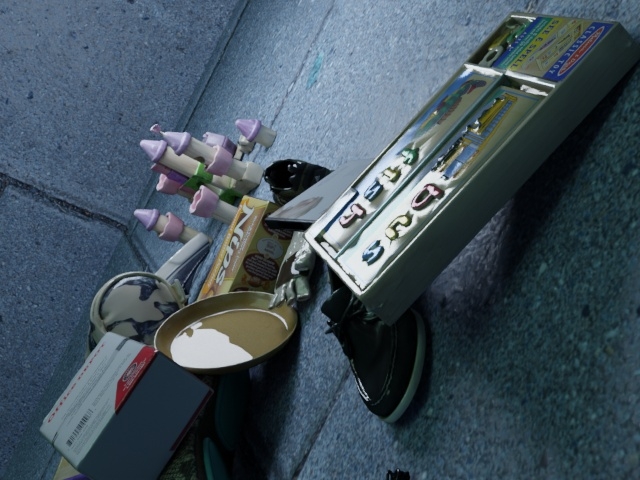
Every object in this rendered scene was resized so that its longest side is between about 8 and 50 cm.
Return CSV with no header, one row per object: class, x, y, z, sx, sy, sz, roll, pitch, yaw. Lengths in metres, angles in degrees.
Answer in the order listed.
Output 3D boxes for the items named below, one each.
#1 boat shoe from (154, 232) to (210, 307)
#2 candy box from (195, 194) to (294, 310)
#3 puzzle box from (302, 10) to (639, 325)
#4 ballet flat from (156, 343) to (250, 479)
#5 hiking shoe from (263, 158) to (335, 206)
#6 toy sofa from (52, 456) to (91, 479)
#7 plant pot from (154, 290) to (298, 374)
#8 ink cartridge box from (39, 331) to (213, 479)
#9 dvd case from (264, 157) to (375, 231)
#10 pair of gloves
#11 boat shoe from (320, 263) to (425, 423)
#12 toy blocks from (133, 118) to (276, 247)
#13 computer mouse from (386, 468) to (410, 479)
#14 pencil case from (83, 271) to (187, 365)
boat shoe,-0.319,0.150,2.143,0.340,0.158,0.127,-48,5,-18
candy box,-0.148,0.079,1.839,0.316,0.087,0.183,-65,20,-3
puzzle box,0.161,-0.102,1.188,0.409,0.052,0.272,-47,22,1
ballet flat,-0.200,0.333,1.526,0.182,0.164,0.483,-20,29,7
hiking shoe,-0.051,-0.110,1.788,0.227,0.114,0.086,-10,56,66
toy sofa,-0.418,0.500,1.913,0.362,0.150,0.177,-31,37,57
plant pot,-0.151,0.154,1.632,0.236,0.236,0.032,-112,11,-64
ink cartridge box,-0.300,0.258,1.514,0.197,0.114,0.273,-56,23,-14
dvd case,0.027,-0.070,1.496,0.180,0.022,0.253,-35,14,-16
pair of gloves,0.000,0.000,1.622,0.240,0.042,0.204,-35,33,48
boat shoe,0.053,0.087,1.287,0.127,0.113,0.340,-51,23,34
toy blocks,-0.289,-0.171,2.244,0.288,0.260,0.309,-29,40,59
computer mouse,0.034,0.324,1.160,0.193,0.042,0.106,-25,48,52
pencil case,-0.343,0.228,1.841,0.183,0.160,0.410,-29,-26,-34
